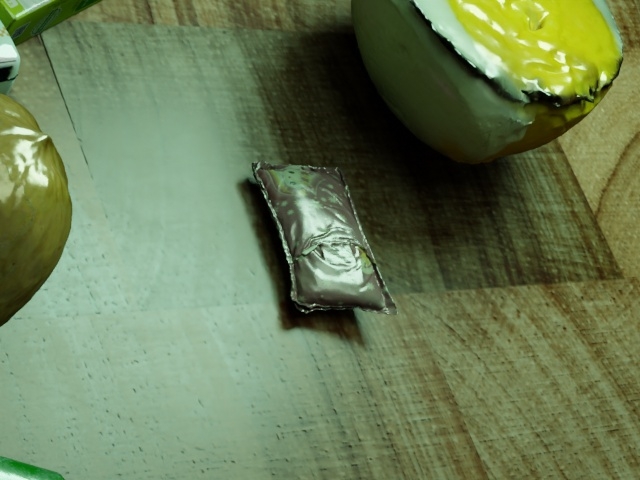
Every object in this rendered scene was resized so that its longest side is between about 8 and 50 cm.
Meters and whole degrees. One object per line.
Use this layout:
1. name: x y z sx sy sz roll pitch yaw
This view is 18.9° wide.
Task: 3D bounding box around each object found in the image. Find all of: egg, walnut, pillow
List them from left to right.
1. walnut: -0.303 -0.019 1.567 0.195 0.221 0.195 44 16 -16
2. pillow: 0.000 0.000 1.923 0.118 0.043 0.185 1 55 -31
3. egg: 0.153 -0.213 2.091 0.337 0.201 0.337 26 39 -23

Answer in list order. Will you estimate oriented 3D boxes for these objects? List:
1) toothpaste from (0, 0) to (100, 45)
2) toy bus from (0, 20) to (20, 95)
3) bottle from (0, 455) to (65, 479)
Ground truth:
1. toothpaste: -0.256 -0.291 1.919 0.110 0.077 0.327 48 42 4
2. toy bus: -0.363 -0.154 1.720 0.194 0.089 0.087 -16 69 -43
3. bottle: -0.356 0.181 1.462 0.330 0.093 0.093 19 48 -27
